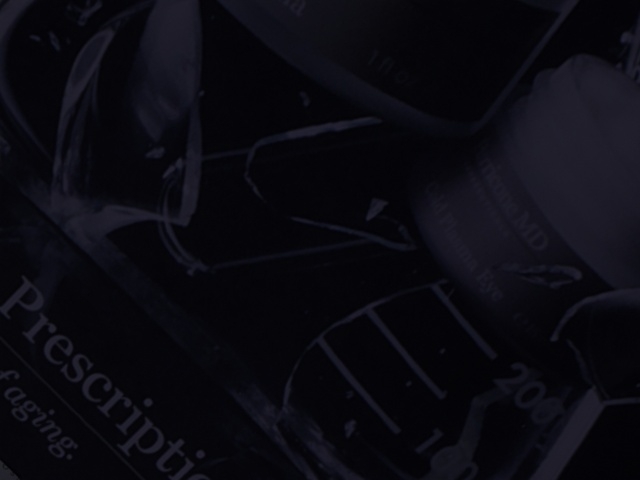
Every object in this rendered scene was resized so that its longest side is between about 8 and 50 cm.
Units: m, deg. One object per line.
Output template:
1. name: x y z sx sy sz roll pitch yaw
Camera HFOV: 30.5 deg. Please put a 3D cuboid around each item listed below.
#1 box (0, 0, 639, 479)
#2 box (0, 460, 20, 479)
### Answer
1. box: 0.015 -0.064 0.389 0.312 0.343 0.179 -46 1 9
2. box: -0.185 0.232 0.660 0.182 0.181 0.119 -44 4 32
